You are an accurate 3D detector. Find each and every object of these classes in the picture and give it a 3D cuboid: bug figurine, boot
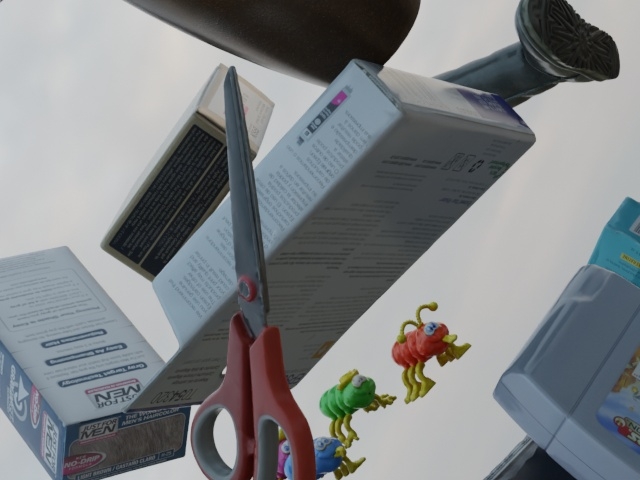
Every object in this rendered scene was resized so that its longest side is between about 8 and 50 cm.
[{"bbox_3d":[0.025,0.180,2.016,0.279,0.072,0.216,-44,4,-37],"label":"bug figurine"},{"bbox_3d":[0.175,-0.175,2.009,0.190,0.209,0.076,29,-121,-50],"label":"boot"}]

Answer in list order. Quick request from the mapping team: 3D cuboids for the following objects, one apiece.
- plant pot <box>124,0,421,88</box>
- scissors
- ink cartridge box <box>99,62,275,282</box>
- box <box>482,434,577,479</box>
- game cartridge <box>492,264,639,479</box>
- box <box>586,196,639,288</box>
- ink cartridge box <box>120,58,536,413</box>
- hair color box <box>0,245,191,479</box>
[{"bbox_3d":[-0.039,-0.223,1.495,0.215,0.230,0.215,-37,32,28],"label":"plant pot"},{"bbox_3d":[-0.032,0.047,1.187,0.021,0.109,0.297,-17,-53,-37],"label":"scissors"},{"bbox_3d":[-0.145,-0.076,2.223,0.193,0.088,0.234,-52,7,17],"label":"ink cartridge box"},{"bbox_3d":[0.181,0.489,1.864,0.472,0.297,0.479,-38,-29,-52],"label":"box"},{"bbox_3d":[0.296,0.155,1.599,0.198,0.297,0.062,-47,-13,-51],"label":"game cartridge"},{"bbox_3d":[0.296,0.079,1.968,0.060,0.100,0.244,-46,-20,-45],"label":"box"},{"bbox_3d":[0.000,0.000,1.629,0.330,0.071,0.324,-45,-17,16],"label":"ink cartridge box"},{"bbox_3d":[-0.317,0.149,2.444,0.174,0.347,0.105,-12,-53,-30],"label":"hair color box"}]
